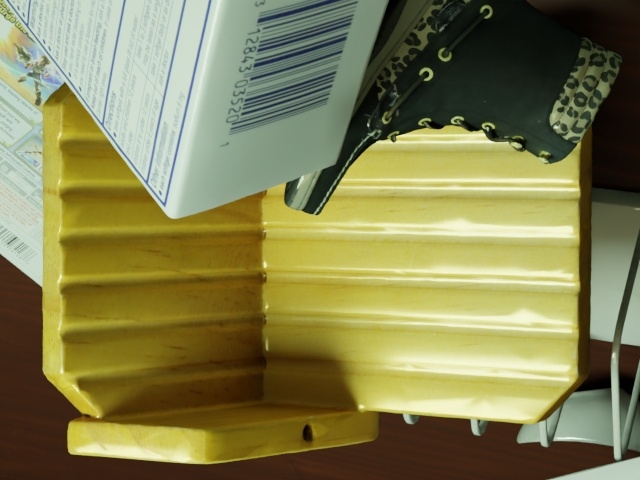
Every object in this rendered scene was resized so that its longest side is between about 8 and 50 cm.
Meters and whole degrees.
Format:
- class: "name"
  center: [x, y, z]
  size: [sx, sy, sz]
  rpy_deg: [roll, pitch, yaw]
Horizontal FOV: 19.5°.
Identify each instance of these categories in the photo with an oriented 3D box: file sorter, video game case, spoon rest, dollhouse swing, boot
- class: "file sorter"
  center: [0.153, 0.067, 1.669]
  size: [0.278, 0.173, 0.193]
  rpy_deg: [8, 140, 18]
- class: "video game case"
  center: [-0.265, -0.101, 1.723]
  size: [0.244, 0.061, 0.269]
  rpy_deg: [-33, 118, 33]
- class: "spoon rest"
  center: [0.312, 0.175, 1.771]
  size: [0.276, 0.084, 0.137]
  rpy_deg: [-16, 166, 40]
- class: "dollhouse swing"
  center: [0.000, 0.000, 1.456]
  size: [0.305, 0.346, 0.315]
  rpy_deg: [3, -176, 45]
- class: "boot"
  center: [0.097, -0.089, 1.388]
  size: [0.179, 0.085, 0.236]
  rpy_deg: [30, 99, -13]

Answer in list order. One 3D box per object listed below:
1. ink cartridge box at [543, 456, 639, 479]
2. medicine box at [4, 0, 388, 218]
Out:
- class: "ink cartridge box"
  center: [0.378, 0.288, 1.752]
  size: [0.395, 0.151, 0.270]
  rpy_deg: [6, 160, -44]
- class: "medicine box"
  center: [-0.095, -0.215, 1.265]
  size: [0.289, 0.149, 0.263]
  rpy_deg: [52, 145, 29]
